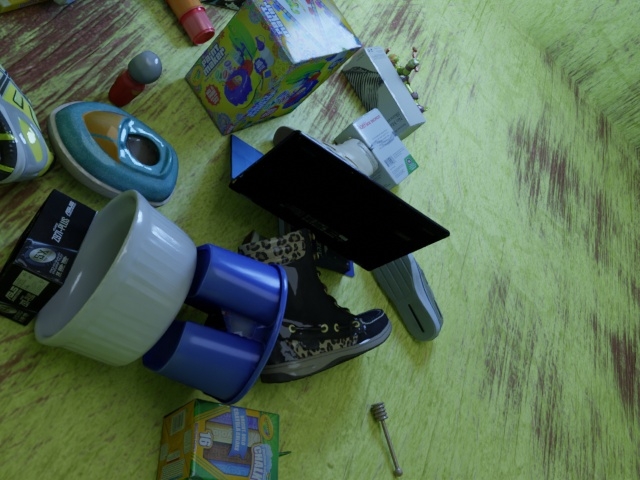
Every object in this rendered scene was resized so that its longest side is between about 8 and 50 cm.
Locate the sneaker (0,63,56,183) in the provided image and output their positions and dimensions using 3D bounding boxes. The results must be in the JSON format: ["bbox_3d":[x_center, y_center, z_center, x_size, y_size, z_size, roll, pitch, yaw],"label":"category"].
[{"bbox_3d":[-0.600,-0.256,1.139,0.385,0.145,0.147,61,13,10],"label":"sneaker"}]

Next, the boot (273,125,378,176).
[{"bbox_3d":[0.020,-0.224,1.680,0.262,0.095,0.203,32,31,4],"label":"boot"}]

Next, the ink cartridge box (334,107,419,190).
[{"bbox_3d":[0.157,-0.245,1.821,0.208,0.087,0.153,54,43,-2],"label":"ink cartridge box"}]

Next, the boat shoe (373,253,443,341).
[{"bbox_3d":[0.219,0.110,1.658,0.094,0.109,0.302,-24,91,-63],"label":"boat shoe"}]

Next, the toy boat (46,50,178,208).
[{"bbox_3d":[-0.380,-0.228,1.271,0.267,0.148,0.318,27,47,-36],"label":"toy boat"}]

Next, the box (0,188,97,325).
[{"bbox_3d":[-0.445,0.029,1.035,0.077,0.180,0.147,31,48,-24],"label":"box"}]

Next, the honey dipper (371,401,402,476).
[{"bbox_3d":[0.148,0.434,1.427,0.030,0.030,0.161,-2,68,-43],"label":"honey dipper"}]

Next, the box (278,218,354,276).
[{"bbox_3d":[0.000,0.000,1.564,0.225,0.036,0.136,18,54,-35],"label":"box"}]

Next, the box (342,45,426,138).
[{"bbox_3d":[0.189,-0.434,1.953,0.094,0.113,0.275,-23,80,-46],"label":"box"}]

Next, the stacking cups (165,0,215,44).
[{"bbox_3d":[-0.359,-0.631,1.592,0.096,0.096,0.316,-28,84,-48],"label":"stacking cups"}]

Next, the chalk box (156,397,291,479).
[{"bbox_3d":[-0.153,0.367,1.121,0.213,0.132,0.132,21,52,-30],"label":"chalk box"}]

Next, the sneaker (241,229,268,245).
[{"bbox_3d":[-0.135,0.069,1.375,0.086,0.064,0.192,32,46,-21],"label":"sneaker"}]

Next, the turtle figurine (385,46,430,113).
[{"bbox_3d":[0.257,-0.489,2.009,0.087,0.269,0.217,-33,105,-13],"label":"turtle figurine"}]

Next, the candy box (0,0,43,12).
[{"bbox_3d":[-0.613,-0.542,1.357,0.105,0.027,0.206,51,42,-6],"label":"candy box"}]

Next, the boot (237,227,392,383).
[{"bbox_3d":[-0.008,0.115,1.367,0.377,0.138,0.284,-14,88,-45],"label":"boot"}]

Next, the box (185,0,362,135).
[{"bbox_3d":[-0.111,-0.424,1.542,0.279,0.290,0.177,-31,88,-47],"label":"box"}]

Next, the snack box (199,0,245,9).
[{"bbox_3d":[-0.250,-0.719,1.772,0.322,0.060,0.187,-5,68,-43],"label":"snack box"}]

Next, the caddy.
[{"bbox_3d":[-0.167,0.143,1.109,0.179,0.341,0.241,23,76,-21],"label":"caddy"}]

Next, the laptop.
[{"bbox_3d":[0.020,-0.129,1.417,0.382,0.408,0.236,31,57,-23],"label":"laptop"}]

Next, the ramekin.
[{"bbox_3d":[-0.325,0.068,1.061,0.135,0.277,0.277,37,45,-30],"label":"ramekin"}]

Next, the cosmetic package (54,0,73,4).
[{"bbox_3d":[-0.526,-0.774,1.335,0.393,0.327,0.329,43,35,-13],"label":"cosmetic package"}]
